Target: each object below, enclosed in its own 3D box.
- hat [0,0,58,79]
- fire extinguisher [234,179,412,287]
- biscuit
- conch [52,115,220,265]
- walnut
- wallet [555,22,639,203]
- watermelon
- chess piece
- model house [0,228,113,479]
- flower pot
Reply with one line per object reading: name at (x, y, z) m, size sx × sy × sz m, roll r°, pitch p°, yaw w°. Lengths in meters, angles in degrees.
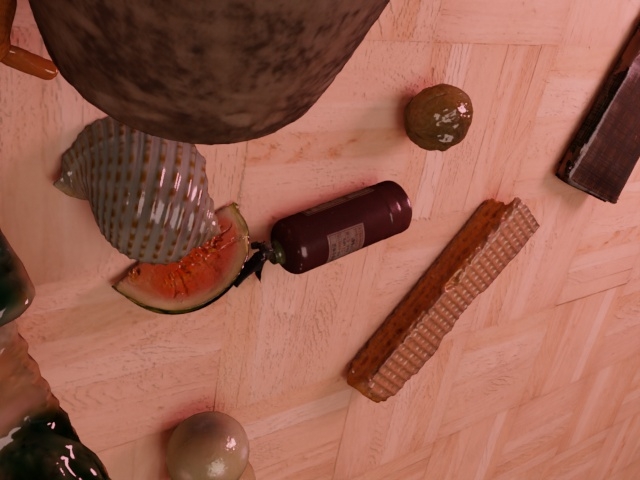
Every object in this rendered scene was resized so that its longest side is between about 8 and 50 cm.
hat at (-0.254, -0.158, 0.452) m, size 0.233 × 0.244 × 0.233 m, roll -47°, pitch 151°, yaw 6°
fire extinguisher at (0.000, 0.000, 0.852) m, size 0.231 × 0.071 × 0.099 m, roll -23°, pitch 157°, yaw -26°
biscuit at (0.184, 0.090, 1.067) m, size 0.379 × 0.054 × 0.094 m, roll -50°, pitch 135°, yaw -1°
conch at (-0.159, -0.046, 0.667) m, size 0.153 × 0.102 × 0.135 m, roll 31°, pitch 81°, yaw -46°
walnut at (0.147, -0.152, 0.862) m, size 0.092 × 0.092 × 0.092 m, roll -21°, pitch 128°, yaw -28°
wallet at (0.507, -0.222, 1.140) m, size 0.168 × 0.044 × 0.317 m, roll 16°, pitch 105°, yaw -40°
watermelon at (-0.131, 0.041, 0.764) m, size 0.163 × 0.069 × 0.087 m, roll -37°, pitch 135°, yaw -18°
chess piece at (-0.139, 0.335, 0.915) m, size 0.144 × 0.144 × 0.252 m, roll -19°, pitch 121°, yaw -30°
model house at (-0.377, 0.129, 0.370) m, size 0.445 × 0.395 × 0.400 m, roll -32°, pitch 138°, yaw -31°
flower pot at (-0.049, -0.237, 0.403) m, size 0.293 × 0.294 × 0.330 m, roll -23°, pitch 157°, yaw -27°
